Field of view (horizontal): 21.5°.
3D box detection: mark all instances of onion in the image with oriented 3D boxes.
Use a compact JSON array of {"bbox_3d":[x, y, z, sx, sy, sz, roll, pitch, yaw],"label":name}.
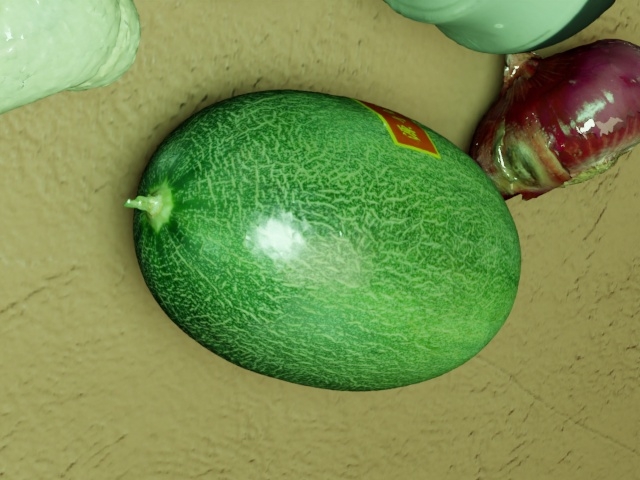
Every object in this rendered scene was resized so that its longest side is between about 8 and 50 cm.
[{"bbox_3d":[0.153,-0.104,1.146,0.150,0.150,0.140,-32,90,-20],"label":"onion"}]

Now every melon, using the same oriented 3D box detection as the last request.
[{"bbox_3d":[0.000,0.000,1.027,0.287,0.182,0.182,15,103,-44],"label":"melon"}]

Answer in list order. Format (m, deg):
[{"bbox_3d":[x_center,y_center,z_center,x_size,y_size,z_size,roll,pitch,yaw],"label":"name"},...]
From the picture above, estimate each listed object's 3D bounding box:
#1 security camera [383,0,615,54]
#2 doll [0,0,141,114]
[{"bbox_3d":[0.033,-0.210,0.939,0.277,0.191,0.197,2,80,-37],"label":"security camera"},{"bbox_3d":[-0.123,-0.182,0.833,0.149,0.175,0.278,28,99,-28],"label":"doll"}]
